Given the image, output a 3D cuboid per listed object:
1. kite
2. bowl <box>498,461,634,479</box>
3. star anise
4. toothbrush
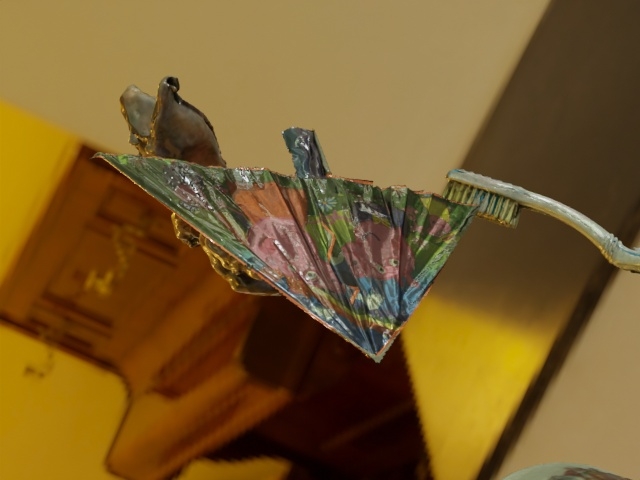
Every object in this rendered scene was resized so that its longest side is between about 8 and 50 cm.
[{"bbox_3d":[0.000,0.000,1.166,0.016,0.321,0.234,-60,36,39],"label":"kite"},{"bbox_3d":[0.281,0.344,1.493,0.157,0.337,0.337,-43,24,56],"label":"bowl"},{"bbox_3d":[-0.094,-0.032,1.293,0.063,0.208,0.172,-42,14,-18],"label":"star anise"},{"bbox_3d":[0.295,0.026,1.366,0.035,0.413,0.042,1,-70,-86],"label":"toothbrush"}]
